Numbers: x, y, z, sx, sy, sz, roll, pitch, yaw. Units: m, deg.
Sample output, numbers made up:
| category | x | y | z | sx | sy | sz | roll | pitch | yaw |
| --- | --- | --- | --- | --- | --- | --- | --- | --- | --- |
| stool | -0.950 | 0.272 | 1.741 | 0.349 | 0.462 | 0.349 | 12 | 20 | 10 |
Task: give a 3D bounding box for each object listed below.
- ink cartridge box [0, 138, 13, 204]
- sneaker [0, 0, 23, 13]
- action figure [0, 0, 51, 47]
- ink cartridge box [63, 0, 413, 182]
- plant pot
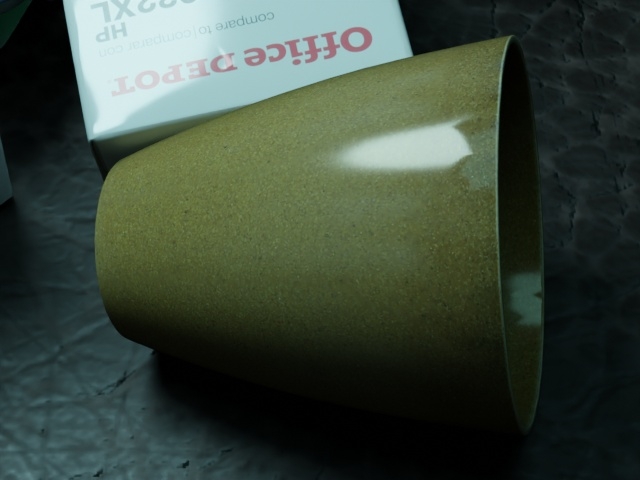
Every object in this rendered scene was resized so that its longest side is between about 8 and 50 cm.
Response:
| category | x | y | z | sx | sy | sz | roll | pitch | yaw |
| --- | --- | --- | --- | --- | --- | --- | --- | --- | --- |
| ink cartridge box | -0.348 | -0.107 | 0.881 | 0.198 | 0.270 | 0.197 | 32 | 57 | 22 |
| sneaker | -0.298 | -0.247 | 1.050 | 0.140 | 0.125 | 0.341 | -36 | 39 | 14 |
| action figure | -0.252 | -0.235 | 1.130 | 0.137 | 0.063 | 0.232 | 20 | 56 | 17 |
| ink cartridge box | -0.071 | -0.198 | 0.996 | 0.223 | 0.129 | 0.307 | -12 | 68 | -2 |
| plant pot | 0.000 | 0.000 | 0.856 | 0.254 | 0.237 | 0.237 | -1 | 48 | 14 |
